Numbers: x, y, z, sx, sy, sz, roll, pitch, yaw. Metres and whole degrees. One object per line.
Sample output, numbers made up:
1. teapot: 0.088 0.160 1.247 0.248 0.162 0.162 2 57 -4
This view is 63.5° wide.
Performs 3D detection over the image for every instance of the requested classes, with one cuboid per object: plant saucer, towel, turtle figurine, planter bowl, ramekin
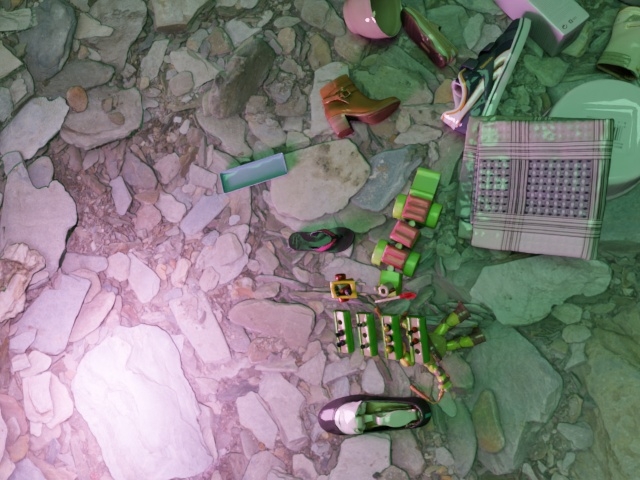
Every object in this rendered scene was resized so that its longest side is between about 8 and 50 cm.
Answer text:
1. plant saucer: -0.185 -0.185 1.434 0.192 0.018 0.067 -16 79 10
2. towel: 0.469 -0.126 1.175 0.324 0.056 0.312 10 103 35
3. turtle figurine: 0.266 0.236 1.238 0.217 0.087 0.269 -33 76 6
4. planter bowl: 0.129 -0.611 1.371 0.109 0.162 0.161 -1 81 38
5. ramekin: 0.646 -0.235 1.204 0.278 0.135 0.277 -2 81 11

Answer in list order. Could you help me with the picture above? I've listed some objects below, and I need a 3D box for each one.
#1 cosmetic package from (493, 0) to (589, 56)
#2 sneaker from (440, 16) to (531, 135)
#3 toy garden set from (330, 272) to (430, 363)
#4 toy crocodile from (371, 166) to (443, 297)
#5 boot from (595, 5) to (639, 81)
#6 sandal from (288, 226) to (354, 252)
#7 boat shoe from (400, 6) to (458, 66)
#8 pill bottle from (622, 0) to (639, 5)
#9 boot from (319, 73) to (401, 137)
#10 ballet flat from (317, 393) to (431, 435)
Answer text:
1. cosmetic package: 0.543 -0.582 1.289 0.085 0.117 0.231 -38 77 4
2. sneaker: 0.409 -0.419 1.287 0.128 0.126 0.321 24 89 9
3. toy garden set: 0.125 0.183 1.219 0.244 0.049 0.203 -2 100 36
4. toy crocodile: 0.215 -0.021 1.279 0.115 0.105 0.340 23 86 14
5. boot: 0.794 -0.456 1.236 0.213 0.077 0.165 24 87 19
6. sandal: 0.000 0.000 1.354 0.179 0.040 0.067 -4 81 11
7. boat shoe: 0.290 -0.549 1.370 0.072 0.068 0.190 -36 86 -8
8. pill bottle: 0.828 -0.722 1.225 0.161 0.161 0.283 37 90 15
9. boot: 0.100 -0.379 1.377 0.197 0.073 0.152 -22 74 5
10. ballet flat: 0.122 0.416 1.238 0.281 0.096 0.095 -10 80 11
